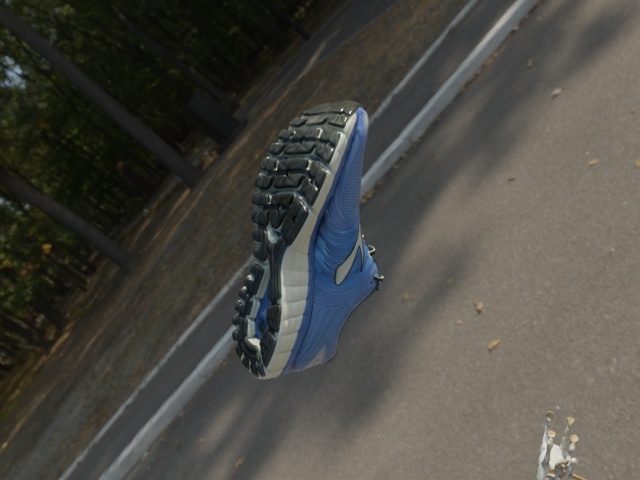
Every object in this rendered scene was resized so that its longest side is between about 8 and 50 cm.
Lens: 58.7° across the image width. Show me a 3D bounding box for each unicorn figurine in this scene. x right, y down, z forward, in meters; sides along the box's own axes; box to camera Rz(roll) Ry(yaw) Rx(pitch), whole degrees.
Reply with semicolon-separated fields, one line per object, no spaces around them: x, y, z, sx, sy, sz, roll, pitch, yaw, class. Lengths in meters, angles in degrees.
0.314;0.291;0.756;0.060;0.162;0.111;14;103;39;unicorn figurine

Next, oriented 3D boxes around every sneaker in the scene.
0.000;0.000;0.679;0.130;0.147;0.330;25;103;50;sneaker
